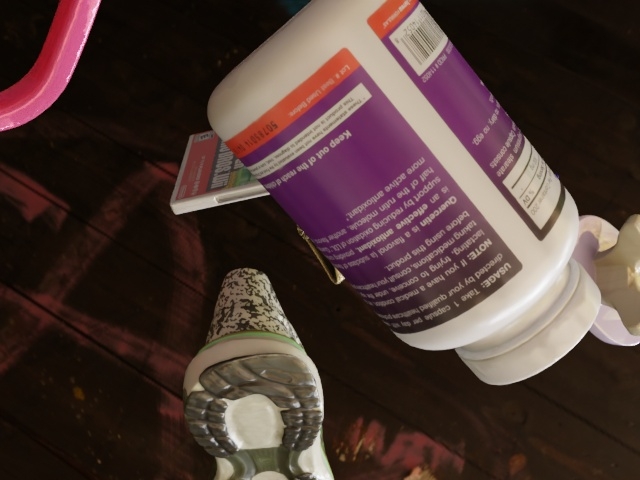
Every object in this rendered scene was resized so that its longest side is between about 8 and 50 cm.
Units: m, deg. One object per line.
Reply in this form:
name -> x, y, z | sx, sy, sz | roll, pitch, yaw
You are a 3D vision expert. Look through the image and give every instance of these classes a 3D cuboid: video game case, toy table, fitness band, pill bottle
video game case -> -0.093, -0.139, 1.357 | 0.285, 0.025, 0.204 | -11, -142, 12
toy table -> 0.545, 0.067, 1.444 | 0.274, 0.161, 0.252 | 40, -113, -23
fitness band -> -0.326, -0.233, 0.812 | 0.209, 0.290, 0.054 | 8, -146, -39
pill bottle -> 0.075, -0.042, 0.661 | 0.323, 0.181, 0.181 | 49, -115, -13

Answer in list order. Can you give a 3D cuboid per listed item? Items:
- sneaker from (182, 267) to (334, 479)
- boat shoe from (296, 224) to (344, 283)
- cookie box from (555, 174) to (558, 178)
sneaker -> -0.059, 0.186, 0.928 | 0.158, 0.410, 0.182 | 0, -132, -4
boat shoe -> -0.001, 0.001, 1.392 | 0.048, 0.056, 0.153 | -45, -72, -38
cookie box -> 0.378, -0.053, 1.469 | 0.040, 0.107, 0.091 | 18, -128, 10
